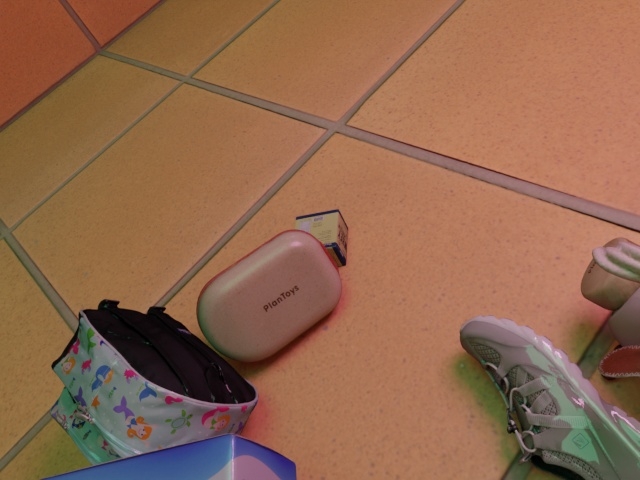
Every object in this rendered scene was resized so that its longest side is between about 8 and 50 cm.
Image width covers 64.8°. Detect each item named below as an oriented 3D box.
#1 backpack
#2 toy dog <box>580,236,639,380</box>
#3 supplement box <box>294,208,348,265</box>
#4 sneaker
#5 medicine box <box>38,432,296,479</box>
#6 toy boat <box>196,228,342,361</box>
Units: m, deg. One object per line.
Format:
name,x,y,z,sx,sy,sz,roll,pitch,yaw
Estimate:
backpack,-0.224,0.214,0.700,0.254,0.225,0.191,20,86,32
toy dog,0.346,0.111,0.484,0.220,0.334,0.161,30,106,27
supplement box,0.000,0.000,0.878,0.083,0.056,0.083,-10,49,19
sneaker,0.248,0.193,0.560,0.115,0.105,0.281,-38,47,-7
medicine box,-0.161,0.374,0.490,0.264,0.149,0.289,-19,52,14
toy boat,-0.088,0.085,0.814,0.231,0.151,0.151,-34,12,-11
